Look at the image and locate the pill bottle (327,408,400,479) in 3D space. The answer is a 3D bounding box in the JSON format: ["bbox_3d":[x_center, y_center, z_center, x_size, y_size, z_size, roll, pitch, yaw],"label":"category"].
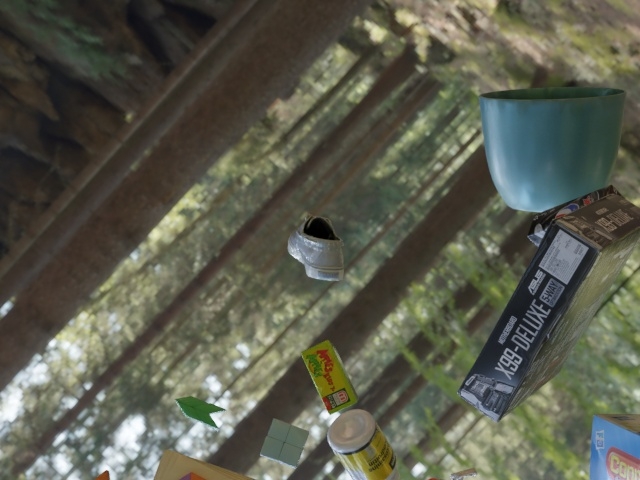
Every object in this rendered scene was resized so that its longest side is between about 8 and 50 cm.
[{"bbox_3d":[0.094,0.433,1.913,0.184,0.103,0.103,60,171,-34],"label":"pill bottle"}]

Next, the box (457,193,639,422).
[{"bbox_3d":[0.344,0.093,1.381,0.076,0.307,0.242,36,-150,24],"label":"box"}]

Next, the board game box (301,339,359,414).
[{"bbox_3d":[0.016,0.194,1.348,0.181,0.043,0.092,71,174,-81],"label":"board game box"}]

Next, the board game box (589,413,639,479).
[{"bbox_3d":[0.401,0.196,0.687,0.308,0.086,0.302,2,180,-8],"label":"board game box"}]

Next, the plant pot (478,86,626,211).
[{"bbox_3d":[0.476,-0.187,1.958,0.293,0.293,0.235,-130,36,-75],"label":"plant pot"}]

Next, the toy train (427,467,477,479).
[{"bbox_3d":[0.089,0.289,1.035,0.125,0.166,0.046,134,128,-58],"label":"toy train"}]

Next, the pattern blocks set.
[{"bbox_3d":[-0.143,0.341,1.065,0.285,0.324,0.026,10,162,2],"label":"pattern blocks set"}]

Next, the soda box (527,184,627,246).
[{"bbox_3d":[0.432,-0.032,1.591,0.060,0.053,0.169,39,143,-20],"label":"soda box"}]

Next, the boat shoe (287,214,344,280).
[{"bbox_3d":[-0.001,0.000,1.564,0.079,0.081,0.227,5,-167,-13],"label":"boat shoe"}]
